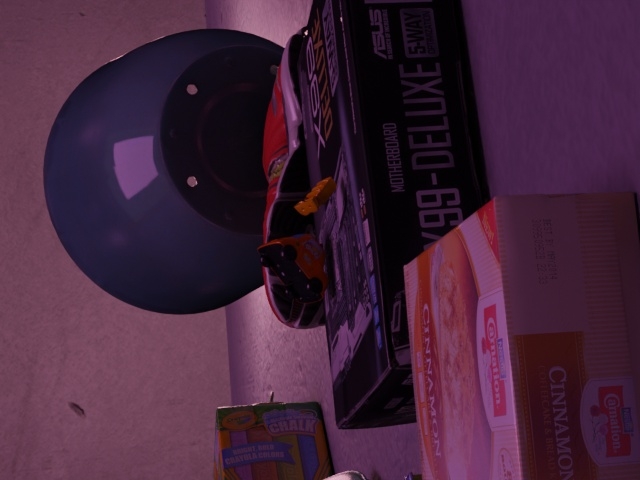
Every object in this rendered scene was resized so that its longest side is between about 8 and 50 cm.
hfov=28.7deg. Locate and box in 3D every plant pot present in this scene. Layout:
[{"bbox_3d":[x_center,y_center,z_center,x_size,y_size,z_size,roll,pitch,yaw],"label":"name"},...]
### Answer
[{"bbox_3d":[-0.108,-0.078,1.254,0.235,0.293,0.293,165,102,-65],"label":"plant pot"}]

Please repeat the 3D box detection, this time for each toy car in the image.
[{"bbox_3d":[0.000,0.000,0.892,0.040,0.060,0.122,-49,1,-33],"label":"toy car"}]

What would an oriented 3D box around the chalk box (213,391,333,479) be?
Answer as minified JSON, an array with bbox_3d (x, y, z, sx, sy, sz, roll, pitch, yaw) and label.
[{"bbox_3d":[-0.061,0.281,1.514,0.213,0.132,0.132,-104,14,-49],"label":"chalk box"}]

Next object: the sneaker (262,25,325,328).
[{"bbox_3d":[-0.004,-0.048,1.098,0.118,0.107,0.279,135,143,-62],"label":"sneaker"}]

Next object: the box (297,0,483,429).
[{"bbox_3d":[0.045,-0.037,0.889,0.242,0.077,0.307,114,151,-72],"label":"box"}]

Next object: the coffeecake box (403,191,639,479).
[{"bbox_3d":[0.098,0.065,0.621,0.185,0.068,0.142,129,138,-76],"label":"coffeecake box"}]

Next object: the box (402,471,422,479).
[{"bbox_3d":[0.074,0.236,0.915,0.178,0.042,0.109,108,157,-67],"label":"box"}]

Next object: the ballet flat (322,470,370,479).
[{"bbox_3d":[0.011,0.298,1.068,0.316,0.108,0.106,-52,-58,-77],"label":"ballet flat"}]
